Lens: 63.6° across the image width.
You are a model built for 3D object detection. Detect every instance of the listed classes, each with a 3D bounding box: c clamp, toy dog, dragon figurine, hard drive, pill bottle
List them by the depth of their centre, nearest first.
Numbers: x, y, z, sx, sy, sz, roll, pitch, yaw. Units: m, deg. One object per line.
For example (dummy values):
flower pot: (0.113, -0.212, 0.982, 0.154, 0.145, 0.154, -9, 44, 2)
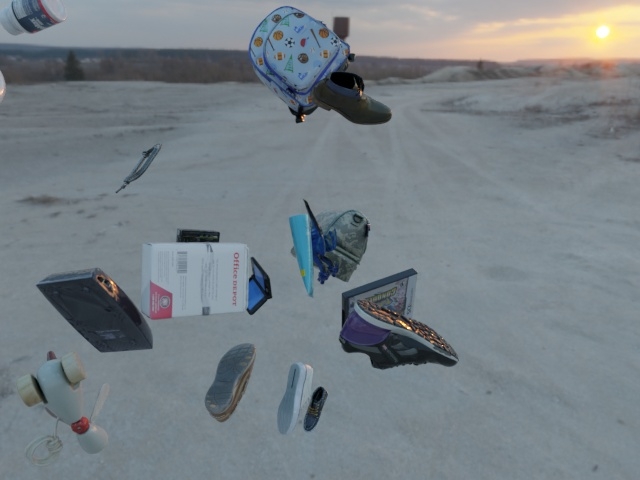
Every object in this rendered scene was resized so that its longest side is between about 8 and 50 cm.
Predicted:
hard drive: (-0.508, 0.164, 1.193, 0.172, 0.254, 0.054, -8, 41, 19)
toy dog: (-0.694, 0.430, 1.415, 0.220, 0.333, 0.161, -4, 25, -26)
c clamp: (-0.502, -0.207, 1.431, 0.137, 0.022, 0.160, -8, 47, 48)
pill bottle: (-0.915, -0.720, 1.638, 0.180, 0.107, 0.108, -15, 17, 12)
dragon figurine: (0.000, 0.000, 1.710, 0.144, 0.288, 0.085, 20, 29, 32)

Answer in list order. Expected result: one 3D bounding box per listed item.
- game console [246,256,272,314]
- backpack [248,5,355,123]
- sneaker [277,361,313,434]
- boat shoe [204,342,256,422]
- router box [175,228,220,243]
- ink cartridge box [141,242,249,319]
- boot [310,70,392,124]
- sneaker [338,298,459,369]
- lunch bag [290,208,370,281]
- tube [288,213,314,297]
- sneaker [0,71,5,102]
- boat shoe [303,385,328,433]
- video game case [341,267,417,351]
game console: (-0.187, 0.122, 1.409, 0.071, 0.107, 0.122, -19, 36, -22)
backpack: (-0.075, -0.532, 1.500, 0.264, 0.276, 0.213, 36, -6, 6)
sneaker: (-0.079, 0.566, 1.841, 0.091, 0.257, 0.094, 19, -5, -39)
boat shoe: (-0.321, 0.514, 1.886, 0.123, 0.116, 0.324, 6, 38, 19)
router box: (-0.357, 0.015, 1.501, 0.123, 0.091, 0.038, 3, 8, -35)
ink cartridge box: (-0.275, 0.083, 1.141, 0.218, 0.158, 0.092, 1, 3, -32)
boot: (0.091, -0.348, 1.273, 0.220, 0.082, 0.106, 12, -13, -15)
sneaker: (0.172, 0.239, 1.169, 0.284, 0.124, 0.107, 26, 14, -15)
lunch bag: (0.051, -0.002, 1.988, 0.213, 0.255, 0.305, 28, -4, -16)
tube: (-0.039, 0.039, 1.291, 0.052, 0.206, 0.080, -11, -10, 12)
sneaker: (-0.772, -0.324, 1.114, 0.106, 0.123, 0.289, -17, 55, 3)
boat shoe: (-0.027, 0.672, 2.061, 0.065, 0.083, 0.183, 15, 64, 20)
video game case: (0.197, 0.236, 1.739, 0.275, 0.248, 0.035, -17, 38, -21)
